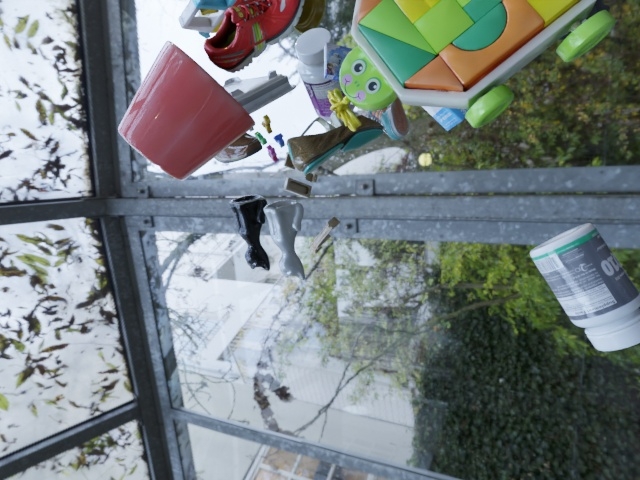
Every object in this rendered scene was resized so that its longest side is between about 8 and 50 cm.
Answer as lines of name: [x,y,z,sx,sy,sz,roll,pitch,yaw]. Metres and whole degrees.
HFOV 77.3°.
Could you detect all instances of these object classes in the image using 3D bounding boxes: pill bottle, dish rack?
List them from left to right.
dish rack: [-0.276,-0.471,1.296,0.285,0.333,0.072,-43,-52,-32]
pill bottle: [0.018,-0.581,1.421,0.301,0.170,0.169,56,-137,-59]
pill bottle: [0.850,0.145,1.260,0.360,0.204,0.204,62,-157,10]

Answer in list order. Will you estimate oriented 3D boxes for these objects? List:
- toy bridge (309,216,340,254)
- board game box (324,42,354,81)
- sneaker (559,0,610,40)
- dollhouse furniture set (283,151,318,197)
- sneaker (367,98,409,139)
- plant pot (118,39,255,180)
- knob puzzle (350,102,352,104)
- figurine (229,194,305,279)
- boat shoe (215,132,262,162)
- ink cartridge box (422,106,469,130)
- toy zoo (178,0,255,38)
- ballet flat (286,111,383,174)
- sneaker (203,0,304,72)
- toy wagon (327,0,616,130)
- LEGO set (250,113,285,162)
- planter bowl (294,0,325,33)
toy bridge: [0.000,0.000,1.152,0.063,0.026,0.188,-43,-7,-31]
board game box: [0.053,-0.416,0.944,0.020,0.090,0.089,135,137,-65]
sneaker: [0.364,-0.408,0.564,0.084,0.097,0.234,-96,-19,-48]
dollhouse furniture set: [-0.068,-0.269,1.613,0.144,0.123,0.151,17,-98,-30]
sneaker: [0.244,-0.450,1.484,0.108,0.121,0.302,33,-142,-29]
plant pot: [-0.344,-0.302,1.003,0.243,0.275,0.275,-48,-29,2]
knob puzzle: [0.177,-0.415,1.168,0.213,0.213,0.029,-39,-61,-58]
figurine: [-0.128,-0.002,1.037,0.092,0.215,0.209,-28,-60,-44]
boat shoe: [-0.328,-0.340,1.332,0.123,0.324,0.119,-41,-50,-32]
ink cartridge box: [0.178,-0.276,0.621,0.104,0.181,0.061,-48,3,-1]
toy zoo: [-0.234,-0.604,1.017,0.192,0.293,0.030,-25,-83,-40]
ballet flat: [0.039,-0.296,1.117,0.343,0.116,0.124,-33,-94,-32]
sneaker: [-0.155,-0.503,0.919,0.107,0.279,0.118,59,-161,19]
toy wagon: [0.148,-0.268,0.486,0.267,0.344,0.068,57,-163,11]
LEGO set: [-0.211,-0.425,1.553,0.087,0.227,0.093,-37,-12,-12]
planter bowl: [-0.085,-0.916,1.532,0.217,0.090,0.217,-33,-44,-39]
